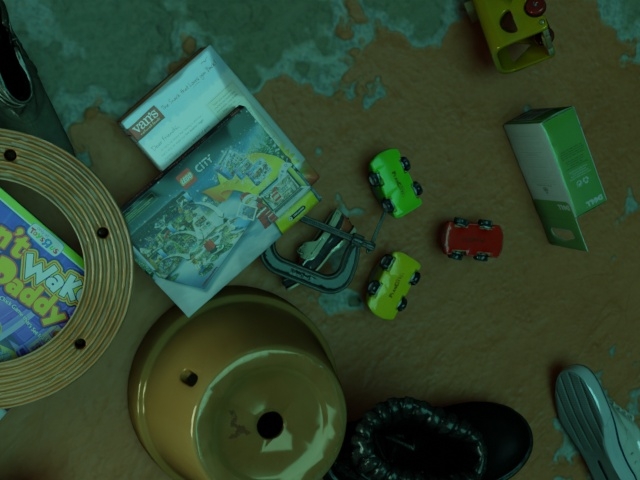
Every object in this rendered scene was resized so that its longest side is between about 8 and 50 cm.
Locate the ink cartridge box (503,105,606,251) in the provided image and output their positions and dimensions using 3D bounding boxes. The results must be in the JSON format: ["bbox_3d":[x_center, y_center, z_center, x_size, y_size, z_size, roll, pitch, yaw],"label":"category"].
[{"bbox_3d":[0.361,-0.094,1.398,0.062,0.109,0.209,-27,103,-14],"label":"ink cartridge box"}]

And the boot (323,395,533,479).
[{"bbox_3d":[0.180,0.281,1.275,0.348,0.260,0.131,-6,72,-18],"label":"boot"}]

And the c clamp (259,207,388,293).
[{"bbox_3d":[0.000,0.000,1.281,0.161,0.022,0.137,16,87,-13],"label":"c clamp"}]

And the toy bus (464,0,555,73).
[{"bbox_3d":[0.263,-0.343,1.339,0.104,0.202,0.191,-20,111,14],"label":"toy bus"}]

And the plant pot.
[{"bbox_3d":[-0.091,0.217,1.218,0.291,0.203,0.290,-2,97,-20],"label":"plant pot"}]

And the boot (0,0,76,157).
[{"bbox_3d":[-0.360,-0.163,1.106,0.083,0.161,0.246,-26,103,-15],"label":"boot"}]

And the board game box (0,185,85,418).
[{"bbox_3d":[-0.458,0.030,1.135,0.347,0.078,0.233,44,80,-18],"label":"board game box"}]

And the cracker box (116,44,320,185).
[{"bbox_3d":[-0.135,-0.121,1.240,0.156,0.067,0.232,-43,108,-8],"label":"cracker box"}]

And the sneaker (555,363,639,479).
[{"bbox_3d":[0.454,0.297,1.491,0.091,0.094,0.258,-36,111,-32],"label":"sneaker"}]

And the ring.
[{"bbox_3d":[-0.389,0.035,1.092,0.337,0.032,0.336,-2,98,-16],"label":"ring"}]

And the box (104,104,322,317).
[{"bbox_3d":[-0.136,-0.038,1.191,0.233,0.044,0.159,-41,107,-4],"label":"box"}]

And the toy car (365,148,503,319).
[{"bbox_3d":[0.130,-0.029,1.353,0.239,0.053,0.225,-30,104,-15],"label":"toy car"}]

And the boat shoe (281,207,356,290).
[{"bbox_3d":[-0.008,0.014,1.310,0.137,0.049,0.043,-44,104,-13],"label":"boat shoe"}]
